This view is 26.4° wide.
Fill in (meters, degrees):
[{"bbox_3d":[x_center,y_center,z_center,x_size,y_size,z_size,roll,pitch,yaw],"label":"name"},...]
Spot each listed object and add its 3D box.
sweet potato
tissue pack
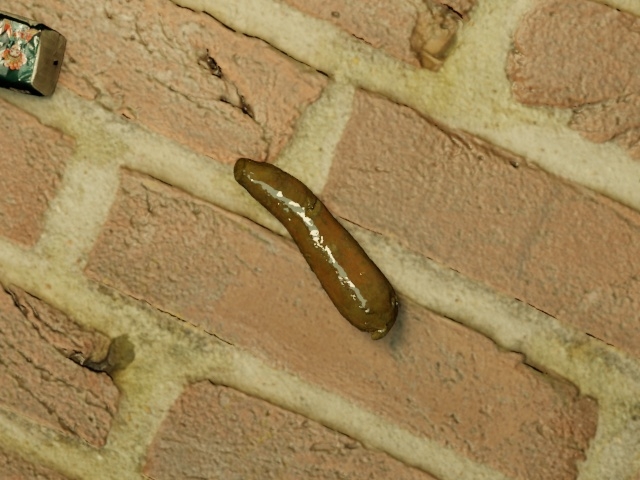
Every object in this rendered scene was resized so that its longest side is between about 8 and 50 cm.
[{"bbox_3d":[0.000,0.000,1.633,0.075,0.075,0.273,-39,88,9],"label":"sweet potato"},{"bbox_3d":[-0.403,-0.235,1.637,0.170,0.103,0.090,14,91,4],"label":"tissue pack"}]
